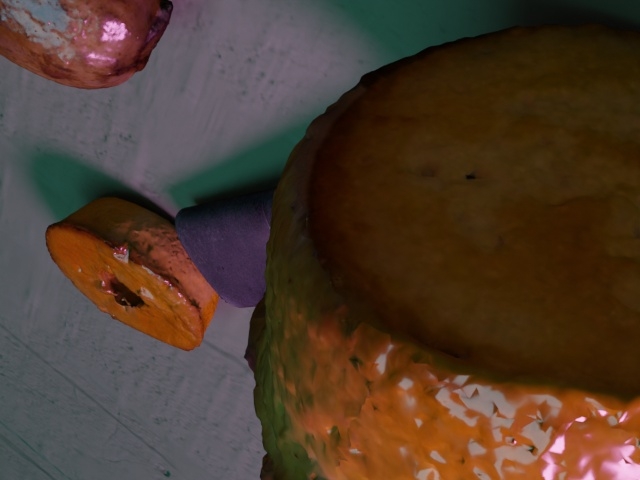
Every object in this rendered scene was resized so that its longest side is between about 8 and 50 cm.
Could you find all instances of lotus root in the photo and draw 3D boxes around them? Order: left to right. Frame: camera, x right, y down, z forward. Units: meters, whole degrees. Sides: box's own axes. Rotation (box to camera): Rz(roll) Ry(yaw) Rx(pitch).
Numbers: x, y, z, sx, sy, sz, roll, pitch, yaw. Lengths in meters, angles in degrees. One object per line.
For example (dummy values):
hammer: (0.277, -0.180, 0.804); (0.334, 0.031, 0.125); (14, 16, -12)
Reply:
lotus root: (-0.224, -0.212, 1.193); (0.260, 0.128, 0.145); (34, 136, 3)

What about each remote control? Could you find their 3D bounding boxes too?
remote control: (0.000, 0.000, 1.268); (0.107, 0.044, 0.377); (58, 153, -12)

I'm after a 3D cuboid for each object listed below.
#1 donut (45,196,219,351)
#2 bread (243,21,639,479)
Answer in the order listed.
donut: (-0.166, 0.027, 1.508); (0.178, 0.065, 0.162); (24, 151, 26)
bread: (0.138, 0.044, 0.899); (0.398, 0.398, 0.215); (24, 134, 28)
